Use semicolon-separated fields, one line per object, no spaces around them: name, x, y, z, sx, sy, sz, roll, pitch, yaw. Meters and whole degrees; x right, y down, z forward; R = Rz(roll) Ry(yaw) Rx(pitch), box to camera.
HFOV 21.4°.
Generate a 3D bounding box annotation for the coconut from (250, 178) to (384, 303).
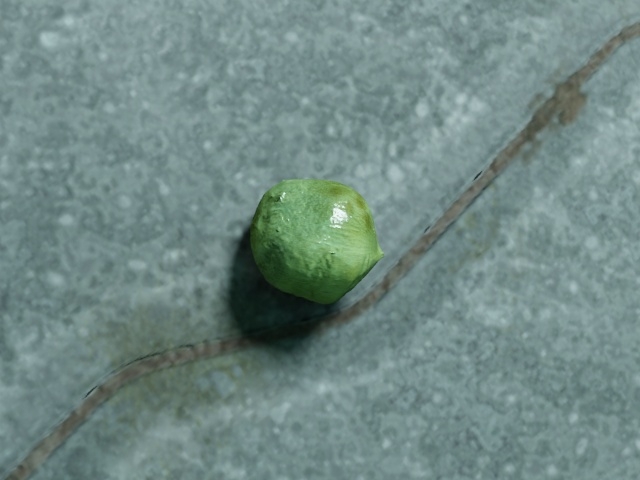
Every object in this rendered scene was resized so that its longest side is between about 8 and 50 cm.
coconut;0.000;0.000;1.177;0.096;0.088;0.088;9;79;-18
